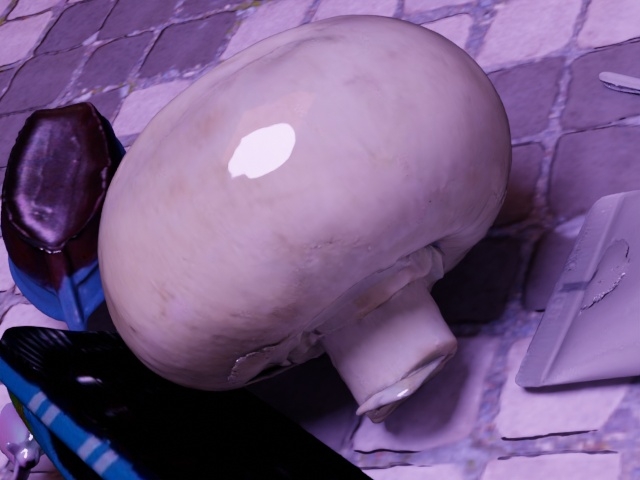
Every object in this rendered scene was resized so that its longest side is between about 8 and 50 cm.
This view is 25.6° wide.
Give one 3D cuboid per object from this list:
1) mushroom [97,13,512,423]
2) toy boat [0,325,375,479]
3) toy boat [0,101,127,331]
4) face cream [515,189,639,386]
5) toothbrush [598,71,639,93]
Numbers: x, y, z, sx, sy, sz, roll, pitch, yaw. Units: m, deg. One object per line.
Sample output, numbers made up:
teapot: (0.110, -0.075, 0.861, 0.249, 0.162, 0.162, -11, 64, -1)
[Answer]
mushroom: (0.000, 0.000, 0.763, 0.246, 0.202, 0.246, -28, -9, -5)
toy boat: (-0.071, 0.137, 0.738, 0.299, 0.134, 0.092, 29, 103, 49)
toy boat: (-0.174, -0.010, 0.986, 0.100, 0.097, 0.223, -14, 35, 0)
face cream: (0.240, 0.006, 0.672, 0.314, 0.089, 0.143, -8, 42, 42)
toothbrush: (0.226, -0.081, 0.842, 0.162, 0.014, 0.017, 22, 75, 49)
